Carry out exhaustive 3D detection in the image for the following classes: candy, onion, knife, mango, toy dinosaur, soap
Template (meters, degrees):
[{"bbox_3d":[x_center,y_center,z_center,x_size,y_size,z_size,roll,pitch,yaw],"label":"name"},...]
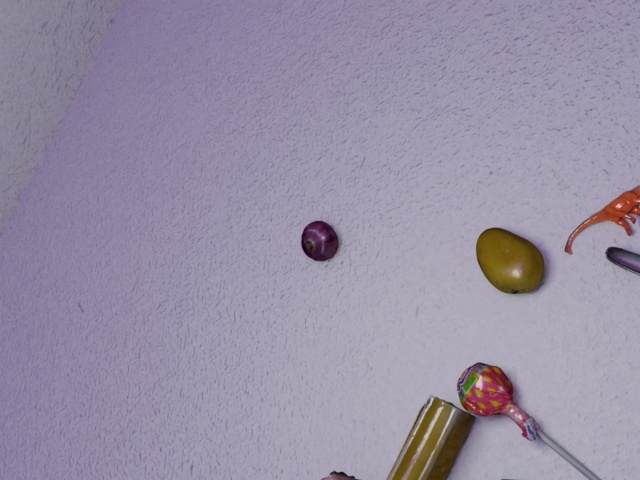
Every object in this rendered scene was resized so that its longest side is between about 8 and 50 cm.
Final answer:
[{"bbox_3d":[0.457,0.407,1.629,0.365,0.124,0.124,40,93,25],"label":"candy"},{"bbox_3d":[0.000,0.000,2.058,0.115,0.115,0.104,15,34,34],"label":"onion"},{"bbox_3d":[0.749,0.085,1.603,0.278,0.053,0.123,26,89,36],"label":"knife"},{"bbox_3d":[0.448,0.044,1.773,0.137,0.098,0.195,-40,48,14],"label":"mango"},{"bbox_3d":[0.681,-0.057,1.703,0.279,0.055,0.101,-45,46,9],"label":"toy dinosaur"},{"bbox_3d":[0.237,0.491,1.664,0.089,0.173,0.274,25,85,31],"label":"soap"}]

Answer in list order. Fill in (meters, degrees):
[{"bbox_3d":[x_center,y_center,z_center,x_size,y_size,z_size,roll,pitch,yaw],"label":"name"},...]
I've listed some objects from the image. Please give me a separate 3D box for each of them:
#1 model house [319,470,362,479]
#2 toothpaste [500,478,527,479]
[{"bbox_3d":[0.076,0.675,1.638,0.202,0.237,0.237,-47,51,1],"label":"model house"},{"bbox_3d":[0.469,0.542,1.593,0.218,0.041,0.064,-1,64,26],"label":"toothpaste"}]
